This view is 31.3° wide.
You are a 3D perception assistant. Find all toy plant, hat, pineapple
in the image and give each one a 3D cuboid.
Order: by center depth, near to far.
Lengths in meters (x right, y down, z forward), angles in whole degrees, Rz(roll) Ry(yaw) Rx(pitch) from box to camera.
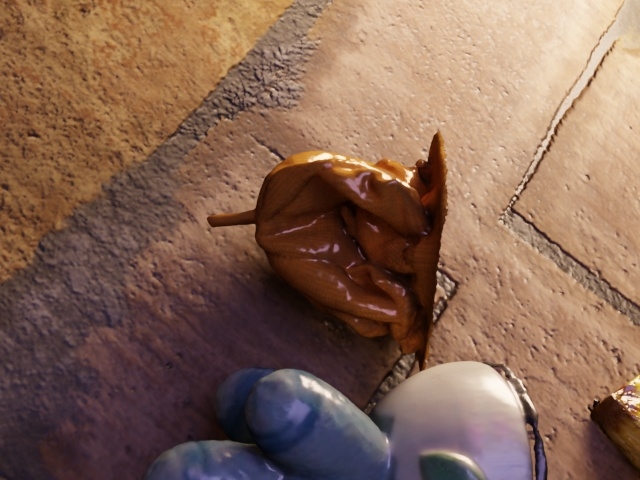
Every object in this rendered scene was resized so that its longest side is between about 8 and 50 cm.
[{"bbox_3d":[0.007,0.216,1.006,0.332,0.247,0.247,4,64,-17],"label":"toy plant"},{"bbox_3d":[0.000,0.000,1.154,0.233,0.233,0.244,5,94,0],"label":"hat"},{"bbox_3d":[0.351,0.190,1.249,0.116,0.069,0.137,17,51,-7],"label":"pineapple"}]
